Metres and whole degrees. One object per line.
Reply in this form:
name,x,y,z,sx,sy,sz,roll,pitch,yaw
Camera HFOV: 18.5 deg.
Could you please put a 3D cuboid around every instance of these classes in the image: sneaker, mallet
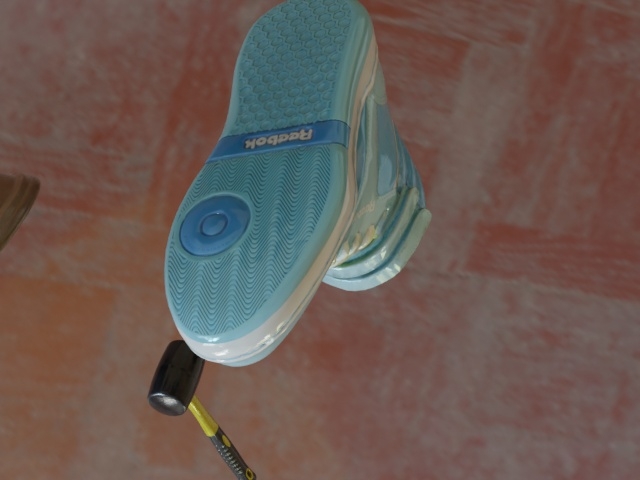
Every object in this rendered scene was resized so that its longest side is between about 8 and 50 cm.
sneaker,0.000,0.000,1.391,0.208,0.127,0.319,65,34,-43
mallet,-0.096,0.156,1.752,0.189,0.039,0.062,54,44,-50

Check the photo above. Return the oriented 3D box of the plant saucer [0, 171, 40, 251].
plant saucer,-0.349,0.036,1.680,0.278,0.278,0.041,-46,105,-5
